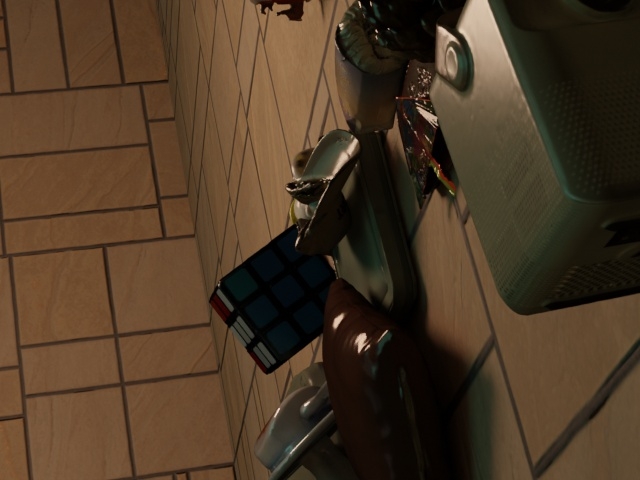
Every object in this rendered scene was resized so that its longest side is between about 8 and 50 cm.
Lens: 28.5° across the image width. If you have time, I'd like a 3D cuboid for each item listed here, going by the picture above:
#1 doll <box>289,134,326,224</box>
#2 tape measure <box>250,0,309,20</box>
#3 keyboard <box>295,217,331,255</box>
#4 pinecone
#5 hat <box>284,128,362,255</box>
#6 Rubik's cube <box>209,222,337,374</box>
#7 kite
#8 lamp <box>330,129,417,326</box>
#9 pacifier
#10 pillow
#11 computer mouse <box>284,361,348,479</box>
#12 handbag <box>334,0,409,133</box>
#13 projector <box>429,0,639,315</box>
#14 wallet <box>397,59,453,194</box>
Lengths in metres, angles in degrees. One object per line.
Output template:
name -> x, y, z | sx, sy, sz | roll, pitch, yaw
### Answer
doll -> -0.007, -0.077, 1.943 | 0.207, 0.081, 0.129 | 97, 180, -55
tape measure -> -0.052, -0.480, 1.841 | 0.258, 0.130, 0.265 | 151, 113, -79
keyboard -> 0.000, 0.000, 1.901 | 0.055, 0.017, 0.166 | 71, -164, 10
pinecone -> 0.112, -0.247, 1.112 | 0.204, 0.179, 0.184 | 33, -107, -84
hat -> 0.021, -0.057, 1.676 | 0.175, 0.085, 0.147 | -54, 26, 34
Rubik's cube -> -0.061, 0.095, 1.966 | 0.162, 0.160, 0.163 | 52, 164, 3
kite -> 0.116, -0.105, 1.401 | 0.190, 0.010, 0.159 | 96, 155, -55
lamp -> 0.063, 0.017, 1.745 | 0.269, 0.047, 0.266 | 107, 154, -61
pacifier -> 0.026, 0.324, 1.834 | 0.233, 0.244, 0.299 | 49, 151, 10
pillow -> 0.079, 0.217, 1.581 | 0.305, 0.108, 0.308 | -141, 36, -73
computer mouse -> 0.007, 0.357, 2.063 | 0.197, 0.095, 0.331 | -55, 32, 42
handbag -> 0.058, -0.221, 1.549 | 0.173, 0.095, 0.117 | 102, 155, -64
projector -> 0.181, -0.091, 0.880 | 0.177, 0.163, 0.242 | 109, 150, -60
wallet -> 0.129, -0.155, 1.392 | 0.255, 0.031, 0.137 | 104, 153, -63
